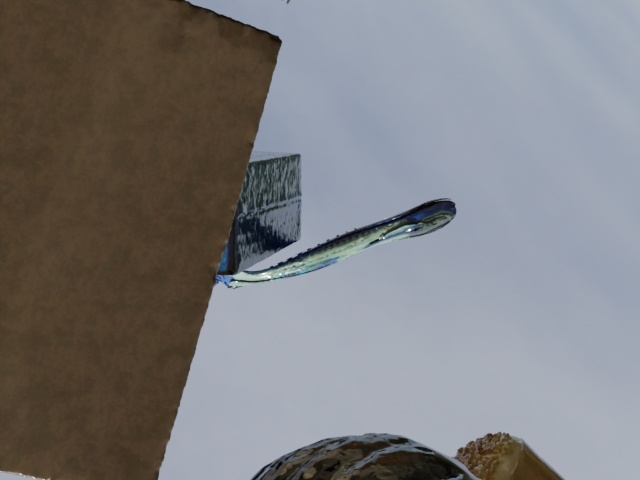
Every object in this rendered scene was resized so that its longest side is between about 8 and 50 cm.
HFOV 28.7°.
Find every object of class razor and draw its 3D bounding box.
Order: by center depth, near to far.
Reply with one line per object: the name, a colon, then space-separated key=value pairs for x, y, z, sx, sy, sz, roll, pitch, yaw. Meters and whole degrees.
razor: x=0.001 y=0.010 z=1.443 sx=0.093 sy=0.324 sz=0.056 roll=67 pitch=-167 yaw=-54

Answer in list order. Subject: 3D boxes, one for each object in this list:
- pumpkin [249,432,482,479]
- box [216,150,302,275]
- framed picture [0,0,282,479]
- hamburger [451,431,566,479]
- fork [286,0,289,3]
pumpkin: x=0.034 y=0.217 z=0.722 sx=0.162 sy=0.220 sz=0.220 roll=-28 pitch=-104 yaw=-36
box: x=-0.174 y=-0.039 z=1.285 sx=0.279 sy=0.261 sz=0.116 roll=-25 pitch=-65 yaw=-77
framed picture: x=-0.095 y=-0.008 z=0.419 sx=0.128 sy=0.023 sz=0.168 roll=17 pitch=-93 yaw=-23
hamburger: x=0.164 y=0.356 z=1.407 sx=0.170 sy=0.302 sz=0.302 roll=27 pitch=-147 yaw=5
fork: x=-0.022 y=-0.336 z=1.415 sx=0.034 sy=0.028 sz=0.219 roll=25 pitch=-140 yaw=-11
